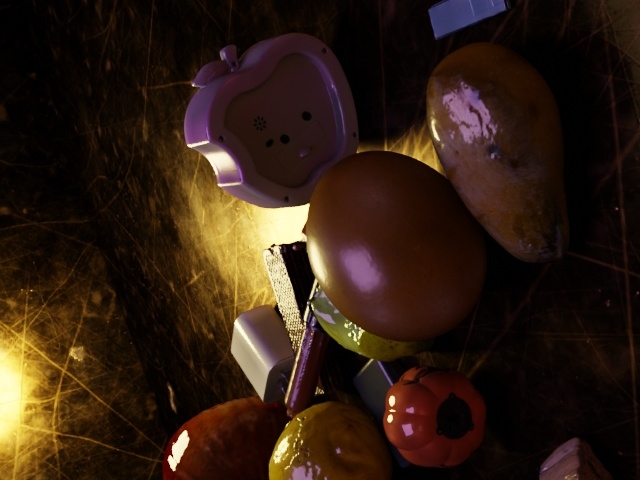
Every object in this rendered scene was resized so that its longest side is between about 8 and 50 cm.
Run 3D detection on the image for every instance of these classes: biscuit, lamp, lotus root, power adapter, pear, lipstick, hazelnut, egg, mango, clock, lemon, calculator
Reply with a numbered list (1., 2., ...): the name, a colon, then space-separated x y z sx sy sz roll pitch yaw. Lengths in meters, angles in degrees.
1. biscuit: -0.040 0.187 1.892 0.107 0.073 0.389 -16 92 60
2. lamp: 0.204 0.322 1.428 0.164 0.187 0.188 -18 90 68
3. lotus root: 0.412 0.398 1.227 0.159 0.095 0.135 -79 7 -48
4. power adapter: -0.125 0.323 2.061 0.255 0.124 0.187 52 146 33
5. pear: 0.110 0.138 1.525 0.292 0.159 0.293 33 133 44
6. lipstick: -0.014 0.228 1.773 0.077 0.077 0.419 39 123 45
7. hazelnut: -0.211 0.614 2.072 0.421 0.420 0.353 36 117 47
8. egg: 0.120 0.005 1.296 0.351 0.282 0.283 57 148 29
9. mango: 0.265 -0.123 1.119 0.177 0.175 0.330 -97 -19 -65
10. clock: -0.083 -0.231 1.482 0.102 0.338 0.339 2 108 57
11. lemon: 0.024 0.512 1.754 0.297 0.297 0.297 36 135 47
12. calculator: 0.225 -0.355 1.186 0.172 0.018 0.057 -5 100 61

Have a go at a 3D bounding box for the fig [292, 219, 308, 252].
1. fig: 0.016 0.001 1.642 0.128 0.150 0.128 16 142 13

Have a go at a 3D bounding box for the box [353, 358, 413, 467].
1. box: 0.161 0.359 1.663 0.230 0.050 0.160 60 148 21
